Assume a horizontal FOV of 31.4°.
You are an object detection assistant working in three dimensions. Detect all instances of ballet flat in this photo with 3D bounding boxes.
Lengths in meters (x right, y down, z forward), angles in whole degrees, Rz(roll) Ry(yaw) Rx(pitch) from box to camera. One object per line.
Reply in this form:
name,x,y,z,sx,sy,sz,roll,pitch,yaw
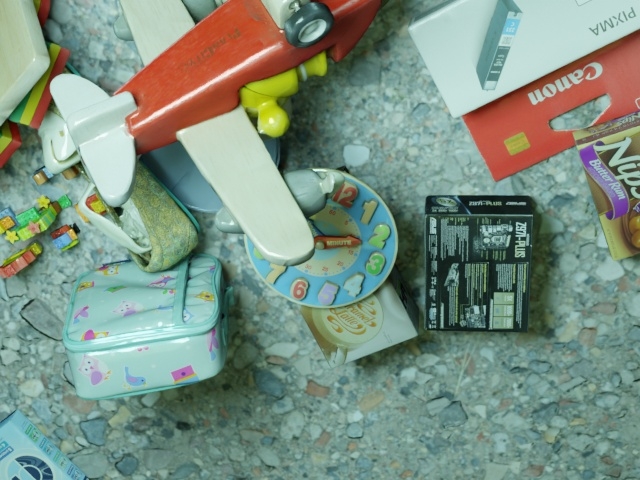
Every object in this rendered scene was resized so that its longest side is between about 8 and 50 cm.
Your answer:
ballet flat,-0.306,-0.100,1.555,0.123,0.123,0.348,-35,101,18

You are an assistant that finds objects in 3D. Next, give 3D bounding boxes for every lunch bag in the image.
lunch bag,-0.231,0.106,1.571,0.224,0.279,0.107,-11,112,-1

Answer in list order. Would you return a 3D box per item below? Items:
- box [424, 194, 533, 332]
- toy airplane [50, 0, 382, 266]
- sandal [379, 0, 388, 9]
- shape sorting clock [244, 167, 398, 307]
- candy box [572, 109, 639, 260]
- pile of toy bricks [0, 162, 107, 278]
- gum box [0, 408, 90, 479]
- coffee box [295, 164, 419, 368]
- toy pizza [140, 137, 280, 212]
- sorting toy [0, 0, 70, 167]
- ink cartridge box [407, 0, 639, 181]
box,0.219,0.032,1.593,0.148,0.077,0.180,0,113,7
toy airplane,-0.130,-0.176,1.411,0.385,0.272,0.386,10,80,22
sandal,0.071,-0.362,1.457,0.240,0.088,0.079,-40,71,22
shape sorting clock,0.000,0.000,1.516,0.206,0.040,0.206,2,112,5
candy box,0.419,-0.074,1.533,0.109,0.053,0.186,-17,116,13
pile of toy bricks,-0.398,-0.029,1.622,0.212,0.105,0.118,-28,107,16
gum box,-0.483,0.384,1.842,0.157,0.041,0.184,-36,105,19
coffee box,0.026,0.038,1.606,0.141,0.098,0.246,-22,109,14
toy pizza,-0.155,-0.134,1.591,0.201,0.032,0.201,2,114,5
sorting toy,-0.430,-0.226,1.488,0.089,0.257,0.255,17,129,-45
ink cartridge box,0.302,-0.235,1.479,0.296,0.066,0.261,-26,107,16
